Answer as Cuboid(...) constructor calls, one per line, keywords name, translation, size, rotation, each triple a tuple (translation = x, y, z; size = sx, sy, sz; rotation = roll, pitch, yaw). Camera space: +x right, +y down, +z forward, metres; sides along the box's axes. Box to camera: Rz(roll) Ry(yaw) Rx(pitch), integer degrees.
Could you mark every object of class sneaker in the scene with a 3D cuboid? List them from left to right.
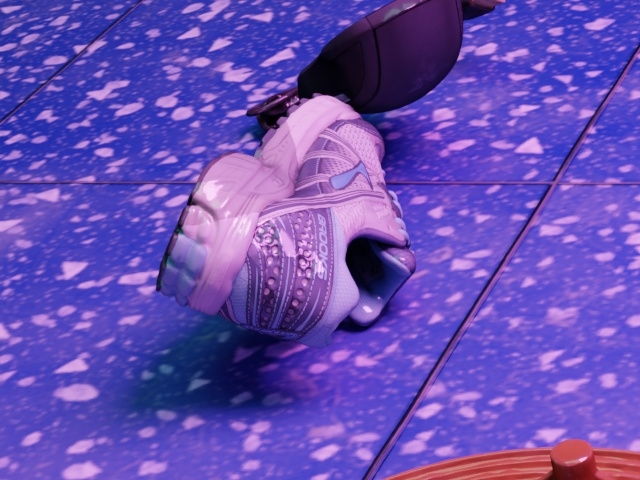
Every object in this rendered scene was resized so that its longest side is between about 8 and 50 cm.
Cuboid(name="sneaker", translation=(0.000, 0.000, 1.160), size=(0.122, 0.110, 0.283), rotation=(30, 24, 7))

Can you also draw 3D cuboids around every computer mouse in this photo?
Cuboid(name="computer mouse", translation=(0.068, -0.128, 1.324), size=(0.184, 0.060, 0.262), rotation=(-28, 0, -22))

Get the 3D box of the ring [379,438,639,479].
Cuboid(name="ring", translation=(0.075, 0.181, 0.825), size=(0.337, 0.032, 0.336), rotation=(-10, 28, 5))
